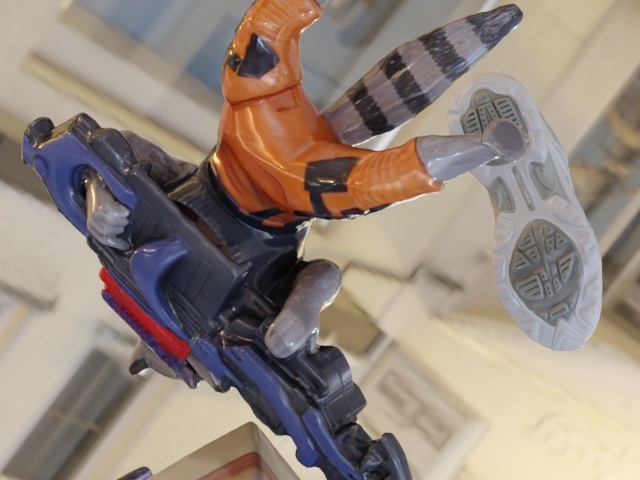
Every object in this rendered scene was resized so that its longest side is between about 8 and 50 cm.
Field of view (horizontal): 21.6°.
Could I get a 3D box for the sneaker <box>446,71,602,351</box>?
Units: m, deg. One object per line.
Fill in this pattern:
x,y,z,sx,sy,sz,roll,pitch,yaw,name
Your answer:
0.181,-0.026,1.363,0.115,0.090,0.232,-15,-90,-69,sneaker

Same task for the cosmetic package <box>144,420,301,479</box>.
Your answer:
-0.058,0.237,0.910,0.129,0.153,0.296,56,-174,-17,cosmetic package

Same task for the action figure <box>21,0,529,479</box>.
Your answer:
0.000,0.000,1.033,0.341,0.330,0.178,51,-146,8,action figure

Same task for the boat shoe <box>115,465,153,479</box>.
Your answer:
-0.264,0.357,1.652,0.127,0.340,0.158,37,150,21,boat shoe
